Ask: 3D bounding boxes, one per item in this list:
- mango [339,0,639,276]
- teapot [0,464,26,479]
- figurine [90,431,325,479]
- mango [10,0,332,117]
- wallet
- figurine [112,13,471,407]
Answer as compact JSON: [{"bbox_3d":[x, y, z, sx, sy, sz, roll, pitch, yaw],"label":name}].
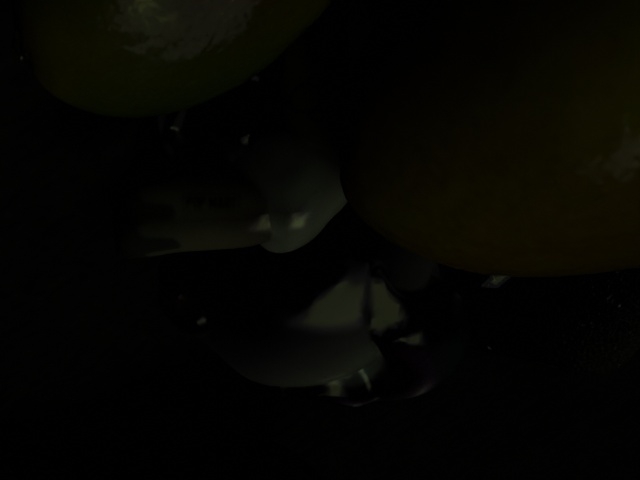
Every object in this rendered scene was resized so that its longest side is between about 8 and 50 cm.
[{"bbox_3d":[0.208,-0.117,0.733,0.445,0.220,0.301,-22,180,-8],"label":"mango"},{"bbox_3d":[-0.266,0.126,0.750,0.311,0.167,0.203,-6,111,-42],"label":"teapot"},{"bbox_3d":[-0.110,0.204,0.981,0.380,0.248,0.203,15,106,-39],"label":"figurine"},{"bbox_3d":[-0.037,-0.125,0.645,0.191,0.085,0.122,-48,139,11],"label":"mango"},{"bbox_3d":[0.173,-0.014,1.045,0.262,0.071,0.221,11,132,-44],"label":"wallet"},{"bbox_3d":[0.000,0.000,0.825,0.145,0.145,0.222,-31,151,0],"label":"figurine"}]
